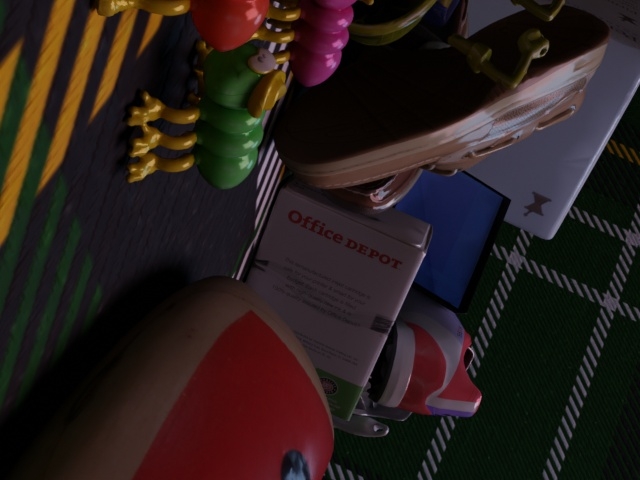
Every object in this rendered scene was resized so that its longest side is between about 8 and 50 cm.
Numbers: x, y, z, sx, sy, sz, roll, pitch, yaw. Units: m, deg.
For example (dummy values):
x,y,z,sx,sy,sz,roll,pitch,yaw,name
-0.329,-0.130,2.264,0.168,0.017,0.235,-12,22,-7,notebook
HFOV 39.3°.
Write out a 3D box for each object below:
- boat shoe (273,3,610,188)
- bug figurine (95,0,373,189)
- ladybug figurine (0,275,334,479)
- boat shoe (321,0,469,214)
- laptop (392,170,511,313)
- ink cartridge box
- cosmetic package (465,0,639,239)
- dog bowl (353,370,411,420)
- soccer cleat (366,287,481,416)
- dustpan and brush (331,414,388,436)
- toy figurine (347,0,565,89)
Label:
x,y,z,sx,sy,sz,roll,pitch,yaw,name
0.118,-0.108,0.805,0.341,0.121,0.110,-22,138,-20,boat shoe
-0.013,-0.143,0.464,0.279,0.072,0.216,-59,171,-45,bug figurine
-0.113,0.208,0.580,0.449,0.162,0.305,-57,170,-50,ladybug figurine
0.077,-0.173,0.926,0.116,0.123,0.324,94,14,-58,boat shoe
0.128,-0.087,1.088,0.234,0.137,0.264,-59,145,-43,laptop
0.005,0.056,0.952,0.092,0.160,0.219,-55,169,-67,ink cartridge box
0.315,-0.271,1.460,0.327,0.329,0.393,-68,174,31,cosmetic package
0.075,0.091,1.308,0.349,0.102,0.348,-11,102,-61,dog bowl
0.129,0.114,1.097,0.318,0.116,0.108,-73,-178,-68,soccer cleat
-0.025,0.191,1.015,0.147,0.211,0.060,-60,136,-40,dustpan and brush
0.128,-0.238,0.779,0.362,0.191,0.217,-61,177,-22,toy figurine
